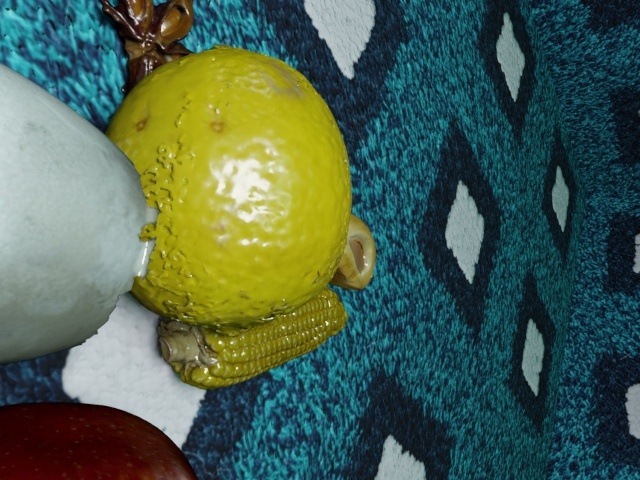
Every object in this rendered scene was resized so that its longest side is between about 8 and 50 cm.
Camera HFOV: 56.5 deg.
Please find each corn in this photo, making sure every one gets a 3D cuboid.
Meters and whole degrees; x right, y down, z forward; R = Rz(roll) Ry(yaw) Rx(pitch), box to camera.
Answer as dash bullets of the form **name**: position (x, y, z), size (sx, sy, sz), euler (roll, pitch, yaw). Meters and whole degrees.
- **corn**: position (-0.076, 0.110, 0.771), size (0.322, 0.119, 0.119), euler (-10, 97, -55)

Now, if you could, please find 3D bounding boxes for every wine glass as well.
- **wine glass**: position (-0.290, -0.035, 0.383), size (0.323, 0.238, 0.238), euler (19, 73, -48)

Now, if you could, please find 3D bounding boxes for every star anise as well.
- **star anise**: position (-0.183, -0.226, 0.687), size (0.157, 0.054, 0.212), euler (-30, 111, -50)

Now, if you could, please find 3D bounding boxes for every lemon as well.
- **lemon**: position (-0.096, -0.055, 0.610), size (0.258, 0.258, 0.310), euler (9, 79, -54)

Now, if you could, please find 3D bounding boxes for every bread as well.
- **bread**: position (0.001, -0.001, 0.844), size (0.085, 0.173, 0.134), euler (-54, 132, -21)

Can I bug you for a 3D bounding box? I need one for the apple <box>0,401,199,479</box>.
- **apple**: position (-0.208, 0.260, 0.431), size (0.288, 0.317, 0.288), euler (5, 82, -38)
